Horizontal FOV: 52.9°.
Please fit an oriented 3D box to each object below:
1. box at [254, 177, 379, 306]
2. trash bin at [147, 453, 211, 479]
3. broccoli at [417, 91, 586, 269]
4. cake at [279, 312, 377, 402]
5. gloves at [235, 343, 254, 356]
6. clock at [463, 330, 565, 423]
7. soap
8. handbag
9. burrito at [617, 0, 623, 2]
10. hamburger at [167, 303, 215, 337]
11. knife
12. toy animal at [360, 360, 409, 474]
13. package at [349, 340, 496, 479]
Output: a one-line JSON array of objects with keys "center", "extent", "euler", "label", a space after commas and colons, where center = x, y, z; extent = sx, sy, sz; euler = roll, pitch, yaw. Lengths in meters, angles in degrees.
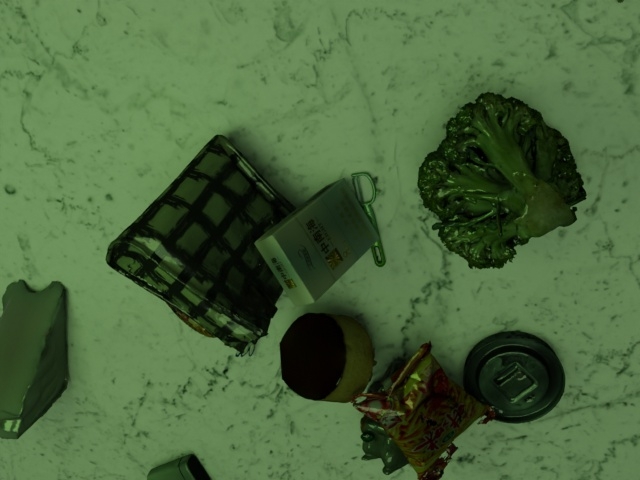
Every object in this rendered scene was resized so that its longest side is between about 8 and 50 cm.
[{"center": [0.000, 0.000, 1.265], "extent": [0.067, 0.243, 0.155], "euler": [-22, 106, 47], "label": "box"}, {"center": [-0.362, 0.621, 1.655], "extent": [0.130, 0.059, 0.116], "euler": [-24, 102, 18], "label": "trash bin"}, {"center": [0.324, -0.093, 1.157], "extent": [0.321, 0.283, 0.304], "euler": [33, 102, -22], "label": "broccoli"}, {"center": [0.036, 0.254, 1.407], "extent": [0.207, 0.178, 0.185], "euler": [20, 93, 38], "label": "cake"}, {"center": [-0.181, 0.236, 1.501], "extent": [0.064, 0.026, 0.086], "euler": [23, 117, 3], "label": "gloves"}, {"center": [0.420, 0.299, 1.406], "extent": [0.214, 0.042, 0.215], "euler": [3, 110, 9], "label": "clock"}, {"center": [-0.711, 0.274, 1.485], "extent": [0.158, 0.258, 0.302], "euler": [7, 110, 9], "label": "soap"}, {"center": [-0.189, 0.009, 1.265], "extent": [0.327, 0.325, 0.162], "euler": [41, 144, -11], "label": "handbag"}, {"center": [0.518, -0.489, 1.103], "extent": [0.055, 0.041, 0.149], "euler": [-17, 110, 29], "label": "burrito"}, {"center": [-0.232, 0.097, 1.418], "extent": [0.230, 0.107, 0.231], "euler": [3, 106, 10], "label": "hamburger"}, {"center": [0.113, -0.043, 1.352], "extent": [0.054, 0.015, 0.212], "euler": [-11, 107, 11], "label": "knife"}, {"center": [0.154, 0.387, 1.462], "extent": [0.125, 0.127, 0.251], "euler": [4, 96, 21], "label": "toy animal"}, {"center": [0.221, 0.354, 1.366], "extent": [0.223, 0.108, 0.288], "euler": [-40, 113, -2], "label": "package"}]
